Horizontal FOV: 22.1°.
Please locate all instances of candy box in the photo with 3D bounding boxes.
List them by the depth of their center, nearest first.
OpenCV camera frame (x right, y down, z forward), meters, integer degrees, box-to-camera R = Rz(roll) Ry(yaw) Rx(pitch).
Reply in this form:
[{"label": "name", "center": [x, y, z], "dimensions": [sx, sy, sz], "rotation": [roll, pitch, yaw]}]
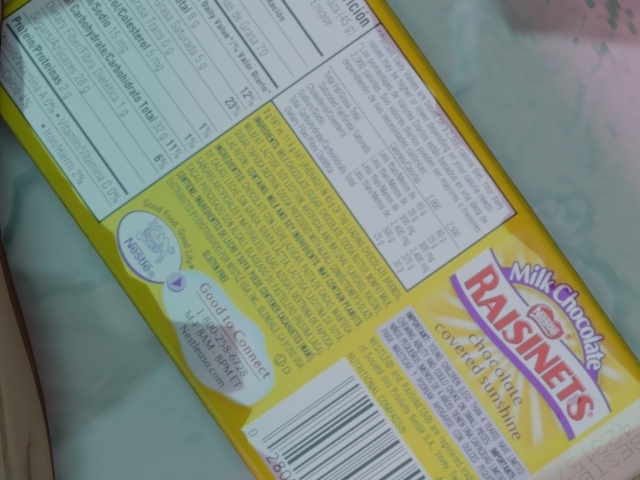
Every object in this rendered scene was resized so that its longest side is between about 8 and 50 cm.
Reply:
[{"label": "candy box", "center": [0.000, 0.000, 0.453], "dimensions": [0.105, 0.027, 0.206], "rotation": [-35, 90, -2]}]

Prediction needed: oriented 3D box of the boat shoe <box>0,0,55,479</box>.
[{"label": "boat shoe", "center": [-0.151, -0.034, 0.392], "dimensions": [0.123, 0.123, 0.342], "rotation": [-9, 92, 14]}]
